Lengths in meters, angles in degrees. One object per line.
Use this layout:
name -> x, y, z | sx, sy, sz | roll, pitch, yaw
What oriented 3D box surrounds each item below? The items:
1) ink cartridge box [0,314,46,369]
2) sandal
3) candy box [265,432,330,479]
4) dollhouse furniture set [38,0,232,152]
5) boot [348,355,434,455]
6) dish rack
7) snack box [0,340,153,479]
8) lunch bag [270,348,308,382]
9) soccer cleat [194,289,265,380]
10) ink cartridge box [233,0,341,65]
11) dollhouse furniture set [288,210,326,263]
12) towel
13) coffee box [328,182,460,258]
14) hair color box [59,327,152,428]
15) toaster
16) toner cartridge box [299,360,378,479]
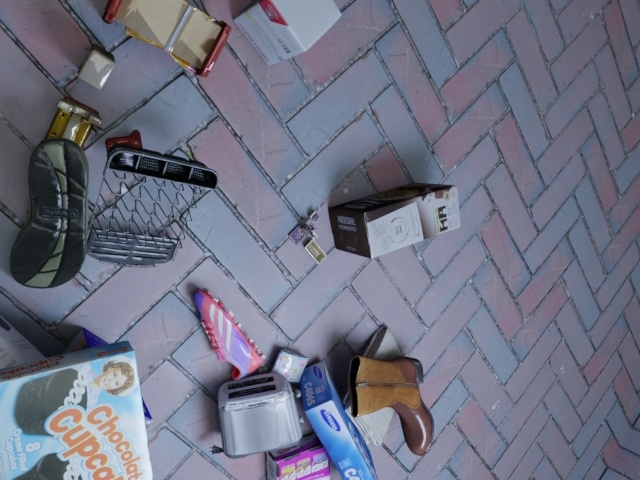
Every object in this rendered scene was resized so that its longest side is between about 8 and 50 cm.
ink cartridge box -> -0.629, 0.193, 0.826 | 0.273, 0.115, 0.198 | 46, 73, -6
sandal -> -0.489, -0.045, 0.929 | 0.120, 0.086, 0.302 | 12, 108, -27
candy box -> -0.057, 0.647, 1.321 | 0.159, 0.071, 0.233 | -6, 101, -31
dollhouse furniture set -> -0.356, -0.308, 0.962 | 0.201, 0.152, 0.374 | 26, 102, -32
boot -> 0.184, 0.429, 1.283 | 0.280, 0.096, 0.264 | 14, 74, -48
dish rack -> -0.341, -0.052, 0.981 | 0.208, 0.074, 0.271 | 9, 118, -36
snack box -> -0.340, 0.319, 0.703 | 0.187, 0.060, 0.322 | -10, 102, -28
lunch bag -> -0.083, 0.313, 1.261 | 0.083, 0.053, 0.071 | 22, 89, -41
soccer cleat -> -0.223, 0.220, 1.148 | 0.095, 0.083, 0.248 | -40, 119, -14
ink cartridge box -> -0.074, -0.474, 1.062 | 0.127, 0.176, 0.128 | -51, 120, -17
dollhouse furniture set -> 0.000, 0.000, 1.239 | 0.091, 0.081, 0.114 | -47, 118, -16
towel -> 0.160, 0.398, 1.374 | 0.282, 0.049, 0.187 | -53, 124, -41
coffee box -> 0.193, -0.060, 1.295 | 0.297, 0.168, 0.118 | -18, 107, -28
hair color box -> -0.428, 0.299, 0.883 | 0.110, 0.339, 0.185 | 44, 75, -29
toaster -> -0.155, 0.408, 1.177 | 0.227, 0.129, 0.146 | -8, 104, -10
toner cartridge box -> 0.052, 0.502, 1.300 | 0.075, 0.165, 0.347 | -25, 113, 1
